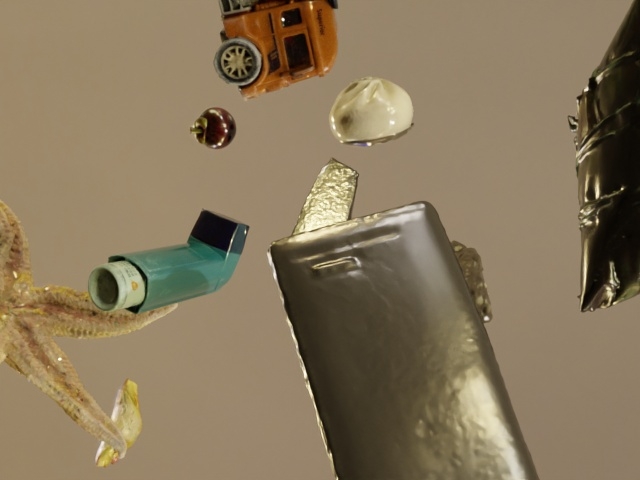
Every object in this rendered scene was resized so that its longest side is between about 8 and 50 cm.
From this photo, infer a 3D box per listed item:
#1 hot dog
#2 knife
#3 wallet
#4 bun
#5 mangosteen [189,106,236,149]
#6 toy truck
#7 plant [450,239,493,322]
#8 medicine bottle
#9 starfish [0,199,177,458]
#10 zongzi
[{"bbox_3d":[-0.367,0.347,1.342,0.078,0.061,0.169,-32,-143,56],"label":"hot dog"},{"bbox_3d":[0.000,0.000,0.618,0.060,0.230,0.028,-3,-45,14],"label":"knife"},{"bbox_3d":[0.058,0.097,0.440,0.025,0.124,0.244,116,-42,-68],"label":"wallet"},{"bbox_3d":[0.097,-0.266,1.428,0.172,0.173,0.120,4,-60,40],"label":"bun"},{"bbox_3d":[-0.199,-0.213,1.352,0.081,0.081,0.081,12,-72,38],"label":"mangosteen"},{"bbox_3d":[-0.041,-0.200,0.488,0.092,0.083,0.192,-10,-65,4],"label":"toy truck"},{"bbox_3d":[0.266,0.170,1.624,0.213,0.215,0.312,-148,-132,-60],"label":"plant"},{"bbox_3d":[-0.209,0.032,1.015,0.079,0.258,0.124,24,-69,26],"label":"medicine bottle"},{"bbox_3d":[-0.410,0.104,1.042,0.383,0.398,0.132,25,-60,-16],"label":"starfish"},{"bbox_3d":[0.511,-0.089,0.936,0.362,0.319,0.384,0,-115,8],"label":"zongzi"}]
